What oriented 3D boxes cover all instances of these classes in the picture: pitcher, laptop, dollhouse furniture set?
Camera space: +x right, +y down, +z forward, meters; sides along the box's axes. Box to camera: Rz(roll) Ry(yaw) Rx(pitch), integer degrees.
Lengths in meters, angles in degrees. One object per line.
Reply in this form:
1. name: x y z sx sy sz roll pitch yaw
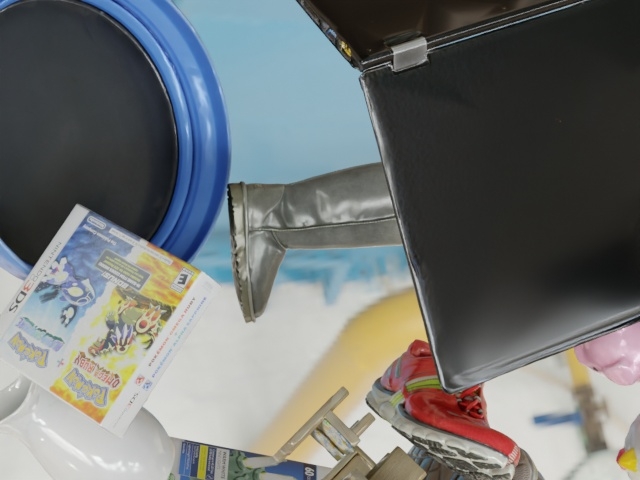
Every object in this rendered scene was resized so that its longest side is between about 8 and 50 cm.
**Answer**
1. pitcher: -0.254 0.197 1.781 0.207 0.125 0.178 35 101 -21
2. laptop: 0.174 -0.143 1.362 0.382 0.408 0.236 -19 136 -20
3. dollhouse furniture set: 0.030 0.300 1.703 0.161 0.212 0.242 -44 175 -14

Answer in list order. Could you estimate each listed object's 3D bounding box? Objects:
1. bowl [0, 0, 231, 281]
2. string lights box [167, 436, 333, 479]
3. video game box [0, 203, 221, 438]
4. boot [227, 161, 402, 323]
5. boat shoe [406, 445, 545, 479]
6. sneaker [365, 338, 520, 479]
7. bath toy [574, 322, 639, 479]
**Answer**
1. bowl: -0.270 -0.123 1.819 0.391 0.391 0.077 16 164 -43
2. string lights box: -0.100 0.352 2.121 0.260 0.133 0.077 12 125 -8
3. video game box: -0.230 0.079 1.648 0.205 0.187 0.048 26 171 37
4. boot: 0.000 0.002 1.857 0.208 0.076 0.189 -6 115 -11
5. boat shoe: 0.188 0.303 1.914 0.116 0.123 0.324 43 171 -15
6. sneaker: 0.131 0.162 1.639 0.107 0.118 0.279 35 178 -23
7. bath toy: 0.291 0.069 1.429 0.151 0.348 0.129 -11 174 17
